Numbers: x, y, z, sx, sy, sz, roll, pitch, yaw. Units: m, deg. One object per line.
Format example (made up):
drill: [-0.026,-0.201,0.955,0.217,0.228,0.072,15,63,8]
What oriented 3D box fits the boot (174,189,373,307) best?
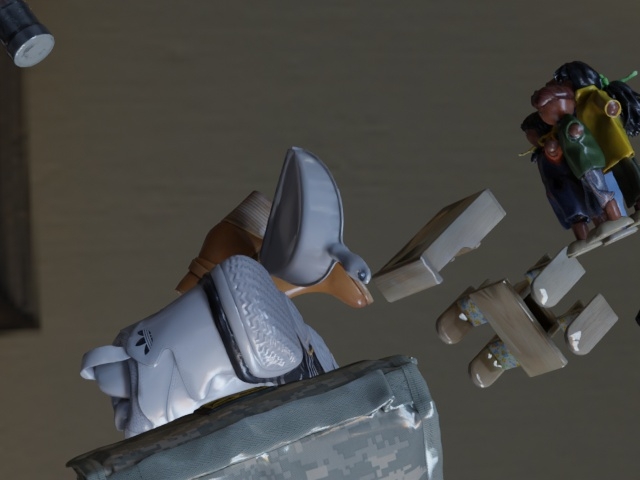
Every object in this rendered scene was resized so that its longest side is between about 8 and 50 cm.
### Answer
boot: [-0.053,0.056,2.234,0.197,0.152,0.073,36,-12,13]

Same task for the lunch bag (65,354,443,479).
lunch bag: [-0.042,0.193,1.361,0.287,0.235,0.169,91,-23,-52]

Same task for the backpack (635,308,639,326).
backpack: [0.427,0.085,1.463,0.263,0.276,0.213,60,-15,7]

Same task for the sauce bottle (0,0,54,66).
sauce bottle: [-0.191,-0.150,1.088,0.128,0.042,0.042,52,-37,23]

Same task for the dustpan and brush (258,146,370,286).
dustpan and brush: [0.000,0.000,2.106,0.211,0.060,0.147,-126,-132,-65]

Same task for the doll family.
doll family: [0.159,-0.055,1.183,0.193,0.076,0.111,122,-55,-79]

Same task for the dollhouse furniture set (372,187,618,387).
dollhouse furniture set: [0.210,0.084,2.516,0.242,0.161,0.212,53,-36,-9]

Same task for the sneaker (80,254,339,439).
sneaker: [-0.095,0.164,2.032,0.366,0.210,0.137,56,12,-51]
